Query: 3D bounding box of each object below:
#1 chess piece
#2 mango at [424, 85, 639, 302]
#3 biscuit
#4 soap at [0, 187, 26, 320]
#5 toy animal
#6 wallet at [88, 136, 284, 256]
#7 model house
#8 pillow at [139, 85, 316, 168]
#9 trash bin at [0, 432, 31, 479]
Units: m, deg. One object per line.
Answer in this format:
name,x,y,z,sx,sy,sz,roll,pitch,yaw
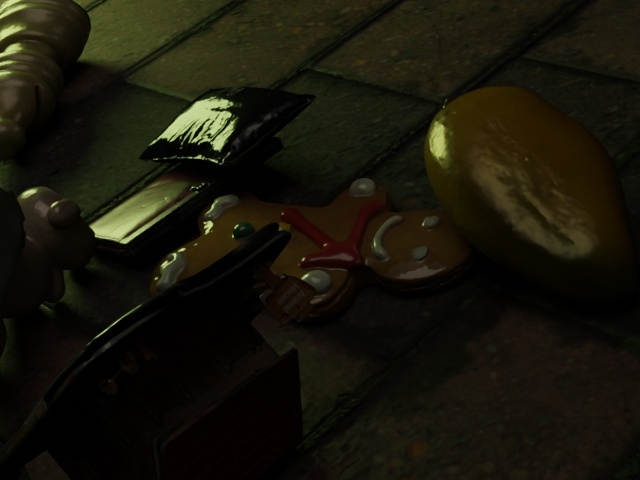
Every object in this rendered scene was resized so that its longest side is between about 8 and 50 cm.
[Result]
chess piece,-0.412,-0.211,1.783,0.139,0.124,0.307,15,39,-8
mango,0.204,-0.050,1.279,0.177,0.119,0.317,-8,43,-20
biscuit,0.000,0.000,1.357,0.340,0.047,0.216,4,40,27
soap,-0.535,0.069,1.235,0.435,0.213,0.350,-15,40,16
toy animal,-0.339,0.036,1.395,0.124,0.124,0.212,18,53,40
wallet,-0.160,-0.056,1.506,0.232,0.025,0.119,-38,26,-29
model house,-0.098,0.133,1.070,0.154,0.207,0.294,48,38,7
pillow,-0.111,-0.131,1.516,0.141,0.055,0.208,-42,28,-24
trash bin,-0.280,0.211,1.112,0.059,0.116,0.130,-35,38,-7
